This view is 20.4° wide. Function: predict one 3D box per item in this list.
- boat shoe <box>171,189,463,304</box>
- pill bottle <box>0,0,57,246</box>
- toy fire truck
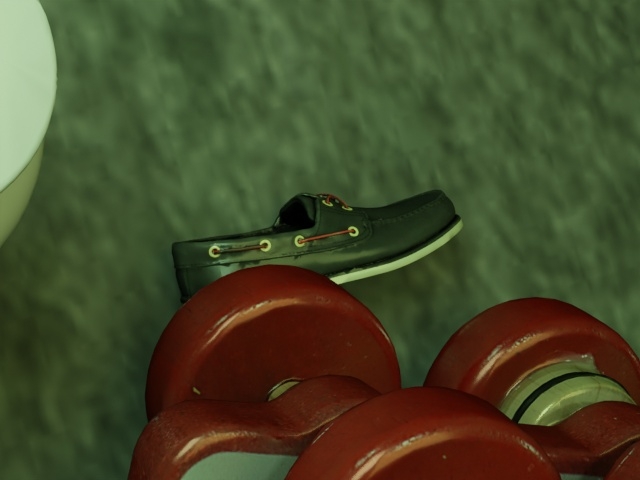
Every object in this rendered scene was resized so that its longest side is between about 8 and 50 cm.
[{"bbox_3d":[0.001,0.000,0.745,0.133,0.049,0.042,-18,97,-24],"label":"boat shoe"},{"bbox_3d":[-0.160,-0.031,0.570,0.124,0.221,0.124,6,78,-27],"label":"pill bottle"},{"bbox_3d":[0.047,0.160,0.693,0.302,0.169,0.254,8,104,-27],"label":"toy fire truck"}]
